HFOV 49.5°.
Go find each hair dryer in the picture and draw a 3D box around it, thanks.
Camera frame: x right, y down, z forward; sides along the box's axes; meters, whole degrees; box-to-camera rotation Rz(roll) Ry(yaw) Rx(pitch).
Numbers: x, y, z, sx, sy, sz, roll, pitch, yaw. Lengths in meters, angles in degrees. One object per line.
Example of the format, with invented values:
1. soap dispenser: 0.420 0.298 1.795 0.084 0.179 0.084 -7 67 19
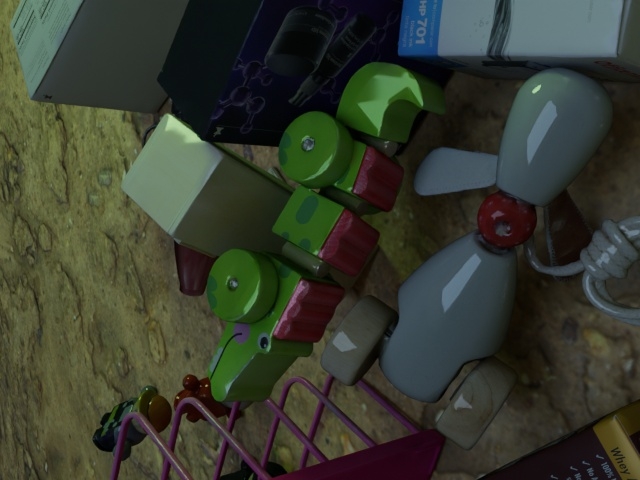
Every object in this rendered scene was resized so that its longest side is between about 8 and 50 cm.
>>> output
1. hair dryer: -0.192 -0.064 1.021 0.224 0.080 0.293 -32 64 59

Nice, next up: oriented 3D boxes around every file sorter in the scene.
1. file sorter: -0.056 0.267 0.726 0.182 0.291 0.202 33 116 43

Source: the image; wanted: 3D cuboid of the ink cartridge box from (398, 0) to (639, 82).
1. ink cartridge box: 0.180 -0.176 0.558 0.191 0.140 0.082 17 103 44

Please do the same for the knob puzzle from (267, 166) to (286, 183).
1. knob puzzle: -0.076 0.030 0.916 0.213 0.030 0.213 4 96 46

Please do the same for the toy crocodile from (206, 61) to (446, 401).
1. toy crocodile: 0.000 0.000 0.623 0.105 0.115 0.340 31 95 39

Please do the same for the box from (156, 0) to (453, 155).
1. box: 0.009 -0.184 0.649 0.103 0.261 0.184 55 128 29

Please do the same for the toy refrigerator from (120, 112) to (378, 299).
1. toy refrigerator: -0.062 -0.019 0.716 0.102 0.269 0.094 37 96 38

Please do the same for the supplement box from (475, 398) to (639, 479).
1. supplement box: 0.230 0.246 0.540 0.194 0.129 0.191 -44 61 38

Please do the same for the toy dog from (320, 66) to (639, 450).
1. toy dog: 0.147 0.022 0.608 0.334 0.161 0.220 -43 86 27

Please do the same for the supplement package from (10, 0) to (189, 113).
1. supplement package: -0.284 -0.322 0.986 0.262 0.204 0.145 -38 65 40

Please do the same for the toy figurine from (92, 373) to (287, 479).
1. toy figurine: -0.162 0.278 0.893 0.148 0.210 0.213 -28 73 38
